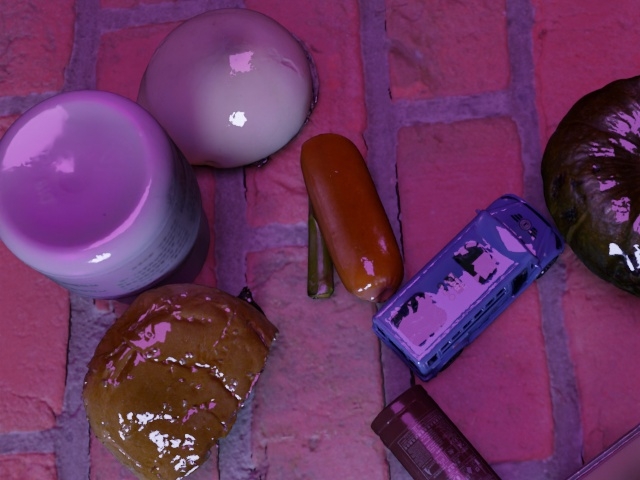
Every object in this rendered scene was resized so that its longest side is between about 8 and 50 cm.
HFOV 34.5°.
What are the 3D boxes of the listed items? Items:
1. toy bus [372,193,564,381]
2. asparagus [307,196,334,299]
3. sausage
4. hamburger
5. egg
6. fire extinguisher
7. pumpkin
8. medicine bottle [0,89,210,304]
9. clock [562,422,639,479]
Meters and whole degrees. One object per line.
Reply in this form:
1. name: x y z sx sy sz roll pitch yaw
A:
1. toy bus: 0.210 0.055 1.454 0.292 0.133 0.125 -43 73 -5
2. asparagus: 0.000 0.000 1.545 0.041 0.045 0.178 -3 72 7
3. sausage: 0.045 -0.035 1.506 0.105 0.105 0.274 -21 64 2
4. hamburger: -0.208 0.177 1.442 0.211 0.132 0.309 39 84 -17
5. egg: -0.157 -0.254 1.574 0.286 0.174 0.264 3 71 12
6. fire extinguisher: 0.183 0.329 1.398 0.105 0.105 0.269 -39 73 -4
7. pumpkin: 0.423 -0.095 1.413 0.232 0.242 0.325 18 76 7
8. medicine bottle: -0.292 -0.043 1.452 0.256 0.325 0.256 -2 75 8
9. clock: 0.374 0.334 1.344 0.192 0.147 0.071 -36 59 -3
